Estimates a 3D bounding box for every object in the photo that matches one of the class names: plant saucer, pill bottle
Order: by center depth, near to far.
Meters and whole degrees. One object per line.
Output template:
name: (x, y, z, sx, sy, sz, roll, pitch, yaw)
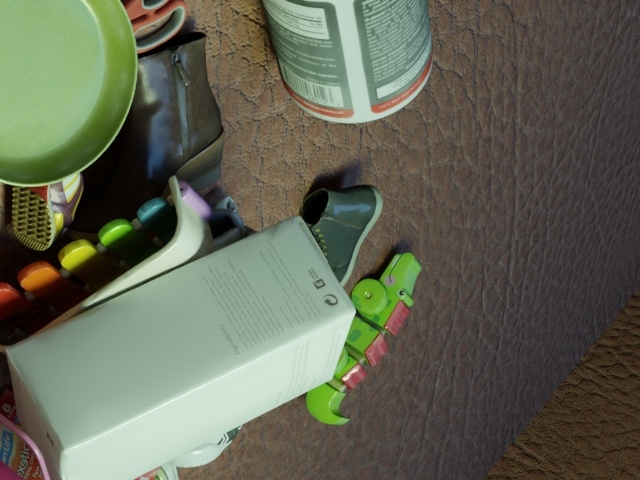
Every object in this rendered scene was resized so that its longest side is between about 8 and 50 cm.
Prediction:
plant saucer: (-0.300, -0.177, 1.469, 0.241, 0.037, 0.241, -16, 114, -40)
pill bottle: (0.026, -0.331, 1.752, 0.210, 0.210, 0.363, -48, 152, -21)

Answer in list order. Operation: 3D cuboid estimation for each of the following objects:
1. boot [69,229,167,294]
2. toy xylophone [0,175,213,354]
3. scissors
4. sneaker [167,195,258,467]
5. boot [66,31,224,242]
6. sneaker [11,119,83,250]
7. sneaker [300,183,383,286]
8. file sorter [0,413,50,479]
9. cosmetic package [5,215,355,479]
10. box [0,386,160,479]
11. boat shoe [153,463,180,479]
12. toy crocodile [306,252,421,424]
boot: (-0.247, 0.014, 1.801, 0.152, 0.073, 0.197, -1, 116, -55)
toy xylophone: (-0.258, 0.062, 1.687, 0.323, 0.081, 0.236, -30, 159, -5)
scissors: (-0.254, -0.224, 1.586, 0.297, 0.021, 0.109, -40, 150, -37)
sneaker: (-0.160, 0.115, 1.909, 0.210, 0.137, 0.366, 82, 19, -45)
boot: (-0.223, -0.128, 1.712, 0.248, 0.090, 0.207, -31, 129, -36)
sneaker: (-0.308, -0.084, 1.605, 0.084, 0.069, 0.185, -52, 159, -59)
sneaker: (0.000, 0.000, 2.238, 0.118, 0.083, 0.222, 2, 125, -40)
file sorter: (-0.466, 0.317, 1.586, 0.291, 0.202, 0.182, -42, 148, -30)
cosmetic package: (-0.167, 0.148, 1.682, 0.385, 0.156, 0.217, -23, 157, -21)
box: (-0.329, 0.282, 1.873, 0.122, 0.128, 0.257, -61, 154, 5)
boat shoe: (-0.257, 0.403, 2.166, 0.103, 0.113, 0.302, -39, 159, -37)
toy crocodile: (0.081, 0.172, 2.510, 0.340, 0.105, 0.115, -55, 154, -10)
